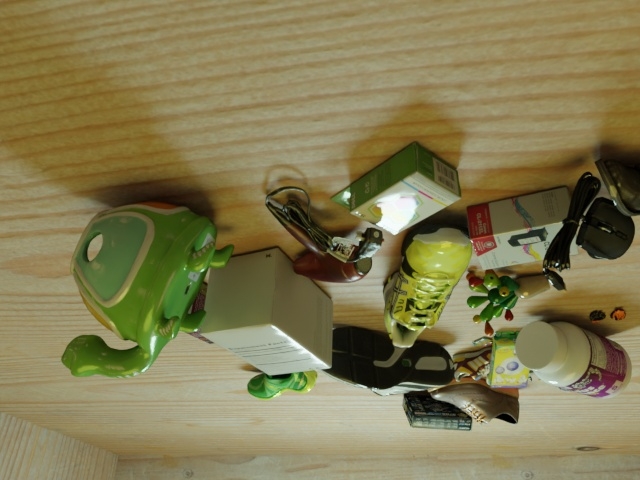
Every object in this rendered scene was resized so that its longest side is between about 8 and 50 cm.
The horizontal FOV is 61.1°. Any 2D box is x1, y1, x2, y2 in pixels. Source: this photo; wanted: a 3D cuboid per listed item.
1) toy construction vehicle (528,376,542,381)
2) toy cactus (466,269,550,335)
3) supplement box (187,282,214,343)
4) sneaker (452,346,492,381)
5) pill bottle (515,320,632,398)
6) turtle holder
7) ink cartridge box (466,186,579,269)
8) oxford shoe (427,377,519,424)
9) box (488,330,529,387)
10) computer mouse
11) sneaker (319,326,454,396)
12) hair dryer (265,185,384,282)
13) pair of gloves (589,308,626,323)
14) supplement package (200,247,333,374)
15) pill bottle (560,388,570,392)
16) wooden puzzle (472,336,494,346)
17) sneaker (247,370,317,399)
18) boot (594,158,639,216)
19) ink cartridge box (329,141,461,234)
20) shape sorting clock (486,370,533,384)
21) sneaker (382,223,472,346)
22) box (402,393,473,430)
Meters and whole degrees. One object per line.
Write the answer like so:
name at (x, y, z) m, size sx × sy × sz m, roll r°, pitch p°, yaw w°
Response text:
toy construction vehicle at (0.705, 0.437, 1.772) m, size 0.085 × 0.035 × 0.098 m, roll -19°, pitch 147°, yaw 13°
toy cactus at (0.418, 0.123, 1.209) m, size 0.180 × 0.112 × 0.219 m, roll -18°, pitch 136°, yaw 13°
supplement box at (-0.291, 0.167, 1.300) m, size 0.080 × 0.104 × 0.188 m, roll -16°, pitch 145°, yaw 28°
sneaker at (0.484, 0.373, 1.621) m, size 0.185 × 0.084 × 0.069 m, roll -25°, pitch 140°, yaw 37°
pill bottle at (0.657, 0.308, 1.421) m, size 0.301 × 0.169 × 0.169 m, roll 21°, pitch 144°, yaw -28°
turtle holder at (-0.322, 0.080, 0.987) m, size 0.227 × 0.243 × 0.320 m, roll 24°, pitch 109°, yaw 2°
ink cartridge box at (0.368, -0.018, 0.985) m, size 0.175 × 0.072 × 0.127 m, roll -12°, pitch 146°, yaw 23°
oxford shoe at (0.542, 0.561, 1.884) m, size 0.363 × 0.133 × 0.130 m, roll 11°, pitch 148°, yaw -15°
box at (0.536, 0.334, 1.525) m, size 0.105 × 0.043 × 0.179 m, roll -1°, pitch 115°, yaw 4°
computer mouse at (0.463, 0.014, 0.913) m, size 0.060 × 0.184 × 0.262 m, roll 26°, pitch 180°, yaw 43°
sneaker at (0.142, 0.389, 1.584) m, size 0.447 × 0.169 × 0.257 m, roll 13°, pitch 146°, yaw -22°
hair dryer at (0.000, 0.000, 1.050) m, size 0.223 × 0.080 × 0.294 m, roll 30°, pitch 150°, yaw 6°
pair of gloves at (0.728, 0.191, 1.375) m, size 0.083 × 0.010 × 0.074 m, roll -9°, pitch 149°, yaw 23°
supplement package at (-0.108, 0.171, 1.224) m, size 0.175 × 0.178 × 0.293 m, roll -11°, pitch 146°, yaw 22°
pill bottle at (0.792, 0.450, 1.748) m, size 0.067 × 0.067 × 0.120 m, roll -13°, pitch 146°, yaw 23°
wooden puzzle at (0.472, 0.292, 1.561) m, size 0.049 × 0.006 × 0.083 m, roll 17°, pitch 146°, yaw -23°
sneaker at (-0.140, 0.442, 1.779) m, size 0.295 × 0.109 × 0.123 m, roll -23°, pitch 118°, yaw 37°
boot at (0.573, -0.118, 0.814) m, size 0.262 × 0.091 × 0.229 m, roll 17°, pitch 141°, yaw -30°
ink cartridge box at (0.121, -0.070, 0.922) m, size 0.109 × 0.062 × 0.209 m, roll 24°, pitch 143°, yaw -33°
shape sorting clock at (0.598, 0.390, 1.636) m, size 0.206 × 0.040 × 0.206 m, roll -12°, pitch 148°, yaw -8°
sneaker at (0.223, 0.101, 1.121) m, size 0.145 × 0.147 × 0.385 m, roll 5°, pitch 148°, yaw -2°
box at (0.424, 0.627, 1.986) m, size 0.220 × 0.051 × 0.175 m, roll 4°, pitch -170°, yaw -3°
